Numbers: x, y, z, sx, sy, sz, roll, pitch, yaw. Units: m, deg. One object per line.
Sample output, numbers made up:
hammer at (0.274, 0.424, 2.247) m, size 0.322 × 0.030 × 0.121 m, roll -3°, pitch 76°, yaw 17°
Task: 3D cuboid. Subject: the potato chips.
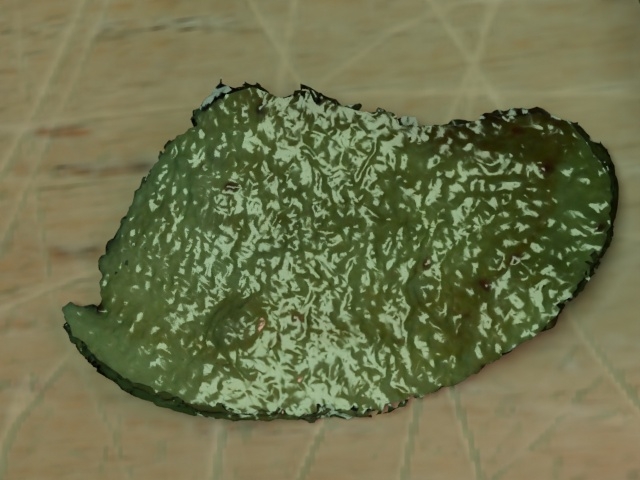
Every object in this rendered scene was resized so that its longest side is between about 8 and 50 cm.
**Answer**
potato chips at (0.000, 0.000, 0.652) m, size 0.209 × 0.026 × 0.142 m, roll -32°, pitch 77°, yaw 11°
